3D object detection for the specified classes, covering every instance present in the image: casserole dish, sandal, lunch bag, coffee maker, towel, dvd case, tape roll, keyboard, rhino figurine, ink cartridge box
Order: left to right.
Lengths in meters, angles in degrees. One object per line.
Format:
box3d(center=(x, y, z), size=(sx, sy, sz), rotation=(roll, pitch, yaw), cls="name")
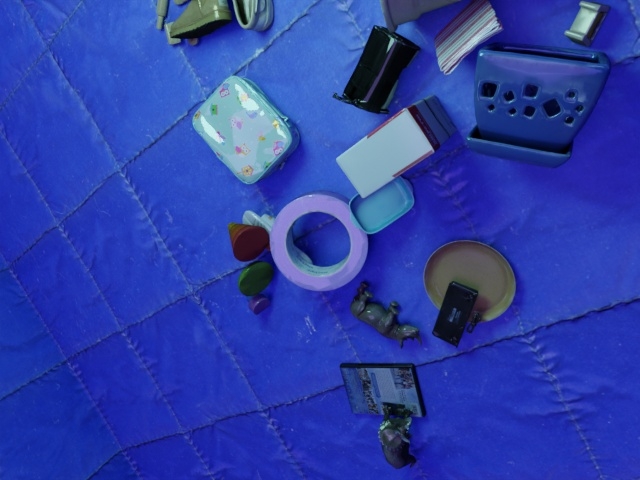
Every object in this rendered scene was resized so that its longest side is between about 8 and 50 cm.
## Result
box3d(center=(-0.203, -0.313, 1.389), size=(0.224, 0.108, 0.279), rotation=(-42, 89, 15), cls="lunch bag")
box3d(center=(-0.123, -0.007, 1.499), size=(0.265, 0.076, 0.102), rotation=(38, 141, -2), cls="sandal")
box3d(center=(0.000, 0.000, 1.377), size=(0.274, 0.090, 0.275), rotation=(2, 103, 7), cls="tape roll")
box3d(center=(0.138, -0.401, 1.152), size=(0.120, 0.171, 0.178), rotation=(33, 120, 12), cls="coffee maker")
box3d(center=(0.159, -0.097, 1.289), size=(0.188, 0.037, 0.114), rotation=(-34, 94, -7), cls="casserole dish")
box3d(center=(0.194, 0.471, 1.542), size=(0.253, 0.022, 0.180), rotation=(-8, 104, 30), cls="dvd case")
box3d(center=(0.192, 0.231, 1.422), size=(0.243, 0.073, 0.106), rotation=(34, 117, 11), cls="rhino figurine")
box3d(center=(0.186, -0.226, 1.136), size=(0.197, 0.273, 0.114), rotation=(-32, 96, 33), cls="ink cartridge box")
box3d(center=(0.375, 0.204, 1.309), size=(0.108, 0.023, 0.180), rotation=(25, 119, 25), cls="keyboard")
box3d(center=(0.312, -0.446, 1.047), size=(0.029, 0.197, 0.144), rotation=(36, 127, -23), cls="towel")

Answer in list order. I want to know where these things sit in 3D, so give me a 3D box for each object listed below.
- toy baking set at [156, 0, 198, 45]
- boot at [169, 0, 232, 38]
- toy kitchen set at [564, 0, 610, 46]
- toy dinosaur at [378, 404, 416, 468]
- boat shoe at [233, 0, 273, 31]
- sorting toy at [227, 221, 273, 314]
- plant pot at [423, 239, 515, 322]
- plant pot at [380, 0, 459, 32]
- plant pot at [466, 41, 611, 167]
box3d(center=(-0.389, -0.689, 1.406), size=(0.196, 0.030, 0.256), rotation=(23, 117, 16), cls="toy baking set")
box3d(center=(-0.340, -0.706, 1.315), size=(0.236, 0.089, 0.270), rotation=(-3, 101, 33), cls="boot")
box3d(center=(0.623, -0.439, 0.941), size=(0.207, 0.122, 0.166), rotation=(39, 124, 33), cls="toy kitchen set")
box3d(center=(0.227, 0.611, 1.477), size=(0.121, 0.160, 0.314), rotation=(8, 126, 20), cls="toy dinosaur")
box3d(center=(-0.195, -0.703, 1.255), size=(0.109, 0.098, 0.302), rotation=(2, 109, 27), cls="boat shoe")
box3d(center=(-0.235, 0.075, 1.541), size=(0.126, 0.127, 0.366), rotation=(39, 146, 37), cls="sorting toy")
box3d(center=(0.394, 0.107, 1.294), size=(0.236, 0.032, 0.236), rotation=(9, 112, 24), cls="plant pot")
box3d(center=(0.271, -0.605, 0.945), size=(0.305, 0.334, 0.334), rotation=(-2, 108, 17), cls="plant pot")
box3d(center=(0.437, -0.284, 1.011), size=(0.236, 0.236, 0.212), rotation=(17, 121, 21), cls="plant pot")
